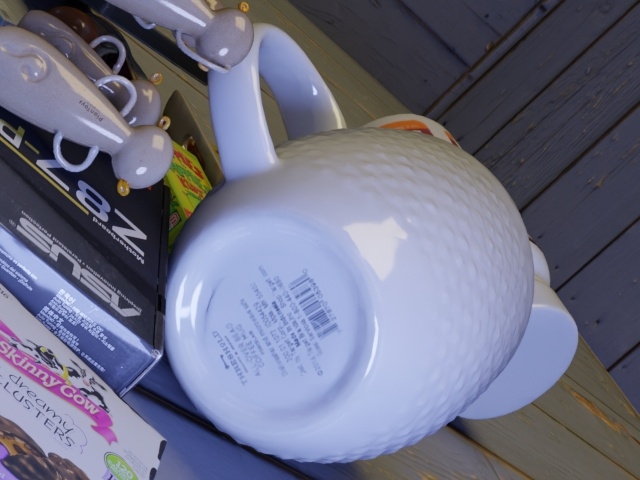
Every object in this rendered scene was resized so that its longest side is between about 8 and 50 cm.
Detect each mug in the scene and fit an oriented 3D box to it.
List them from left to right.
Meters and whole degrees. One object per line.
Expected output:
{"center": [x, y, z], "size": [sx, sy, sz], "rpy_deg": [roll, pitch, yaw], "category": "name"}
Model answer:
{"center": [0.000, 0.000, 1.097], "size": [0.328, 0.276, 0.374], "rpy_deg": [-15, 86, -71], "category": "mug"}

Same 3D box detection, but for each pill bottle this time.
{"center": [0.158, 0.030, 1.726], "size": [0.224, 0.224, 0.392], "rpy_deg": [35, 17, -43], "category": "pill bottle"}

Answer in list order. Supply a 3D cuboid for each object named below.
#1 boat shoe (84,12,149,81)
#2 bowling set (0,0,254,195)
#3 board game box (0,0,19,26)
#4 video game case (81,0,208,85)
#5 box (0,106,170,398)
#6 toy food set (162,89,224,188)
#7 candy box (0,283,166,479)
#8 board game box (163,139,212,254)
{"center": [-0.246, -0.214, 1.544], "size": [0.135, 0.050, 0.045], "rpy_deg": [49, 7, 10], "category": "boat shoe"}
{"center": [-0.135, -0.165, 1.021], "size": [0.154, 0.287, 0.200], "rpy_deg": [35, -16, -8], "category": "bowling set"}
{"center": [-0.325, -0.195, 1.097], "size": [0.154, 0.103, 0.026], "rpy_deg": [52, 13, 21], "category": "board game box"}
{"center": [-0.267, -0.287, 1.595], "size": [0.274, 0.026, 0.196], "rpy_deg": [36, 3, 38], "category": "video game case"}
{"center": [-0.278, -0.079, 0.911], "size": [0.395, 0.097, 0.318], "rpy_deg": [42, 14, -18], "category": "box"}
{"center": [-0.047, -0.042, 1.571], "size": [0.306, 0.092, 0.220], "rpy_deg": [36, 17, -43], "category": "toy food set"}
{"center": [-0.176, 0.114, 0.710], "size": [0.165, 0.070, 0.196], "rpy_deg": [45, 13, -10], "category": "candy box"}
{"center": [-0.145, -0.042, 1.359], "size": [0.092, 0.043, 0.181], "rpy_deg": [35, 17, -42], "category": "board game box"}
